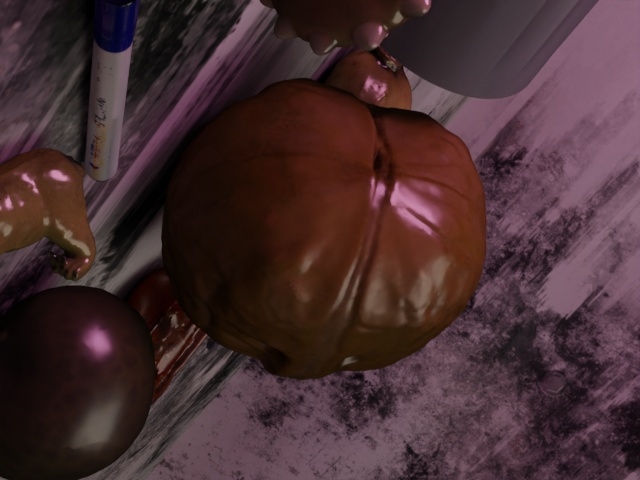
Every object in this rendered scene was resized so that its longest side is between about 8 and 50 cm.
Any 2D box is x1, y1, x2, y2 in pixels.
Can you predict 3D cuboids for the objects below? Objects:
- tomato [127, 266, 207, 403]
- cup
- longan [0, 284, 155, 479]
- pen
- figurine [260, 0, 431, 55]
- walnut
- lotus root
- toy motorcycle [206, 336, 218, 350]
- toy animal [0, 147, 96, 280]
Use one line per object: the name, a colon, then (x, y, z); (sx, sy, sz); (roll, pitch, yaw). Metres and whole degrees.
tomato: (-0.235, 0.121, 1.468); (0.228, 0.101, 0.228); (-50, 167, -16)
cup: (0.203, -0.357, 1.037); (0.327, 0.237, 0.322); (125, -18, -45)
longan: (-0.266, 0.147, 1.085); (0.198, 0.198, 0.212); (52, 62, -82)
pen: (-0.168, -0.119, 0.838); (0.033, 0.033, 0.269); (-43, 172, -27)
figurine: (0.019, -0.228, 0.772); (0.177, 0.173, 0.247); (-46, 173, -4)
walnut: (0.000, 0.000, 1.176); (0.398, 0.354, 0.308); (124, -14, -70)
lotus root: (0.030, -0.147, 1.418); (0.154, 0.140, 0.257); (16, 113, -36)
toy motorcycle: (-0.174, 0.097, 1.672); (0.260, 0.110, 0.171); (-41, -177, -8)
toy animal: (-0.248, -0.011, 0.790); (0.219, 0.103, 0.101); (-34, 146, -51)
